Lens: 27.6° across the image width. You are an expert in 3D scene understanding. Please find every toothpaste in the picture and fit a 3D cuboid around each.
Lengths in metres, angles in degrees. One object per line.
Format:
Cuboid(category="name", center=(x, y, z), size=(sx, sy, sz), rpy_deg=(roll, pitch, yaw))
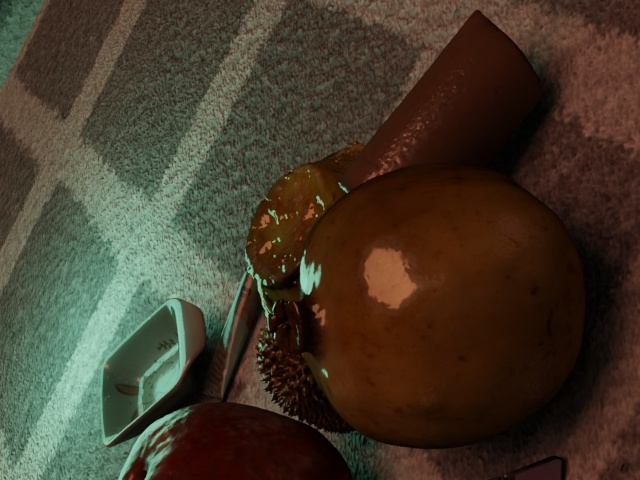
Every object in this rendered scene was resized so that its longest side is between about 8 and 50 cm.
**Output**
Cuboid(category="toothpaste", center=(-0.112, 0.117, 1.758), size=(0.056, 0.036, 0.205), rpy_deg=(26, 96, 55))

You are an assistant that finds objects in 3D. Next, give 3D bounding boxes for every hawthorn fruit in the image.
Cuboid(category="hawthorn fruit", center=(-0.092, 0.310, 1.416), size=(0.284, 0.284, 0.284), rpy_deg=(-32, 46, 41))

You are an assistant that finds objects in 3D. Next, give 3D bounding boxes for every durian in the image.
Cuboid(category="durian", center=(0.014, 0.146, 1.450), size=(0.158, 0.168, 0.137), rpy_deg=(5, 48, 36))

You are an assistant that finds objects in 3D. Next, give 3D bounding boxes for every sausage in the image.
Cuboid(category="sausage", center=(0.140, -0.123, 1.435), size=(0.253, 0.123, 0.123), rpy_deg=(-51, 34, 1))

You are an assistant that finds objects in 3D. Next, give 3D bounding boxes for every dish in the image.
Cuboid(category="dish", center=(-0.223, 0.186, 1.841), size=(0.234, 0.064, 0.154), rpy_deg=(-42, 40, 34))

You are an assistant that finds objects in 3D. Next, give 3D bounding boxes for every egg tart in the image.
Cuboid(category="egg tart", center=(0.000, 0.000, 1.589), size=(0.294, 0.123, 0.294), rpy_deg=(-30, 49, 41))

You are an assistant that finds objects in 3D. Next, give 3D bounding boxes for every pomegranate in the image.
Cuboid(category="pomegranate", center=(0.117, 0.057, 1.268), size=(0.307, 0.307, 0.307), rpy_deg=(-32, 46, 41))

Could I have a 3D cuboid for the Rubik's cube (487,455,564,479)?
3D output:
Cuboid(category="Rubik's cube", center=(0.126, 0.261, 1.208), size=(0.211, 0.178, 0.190), rpy_deg=(24, 88, 56))
